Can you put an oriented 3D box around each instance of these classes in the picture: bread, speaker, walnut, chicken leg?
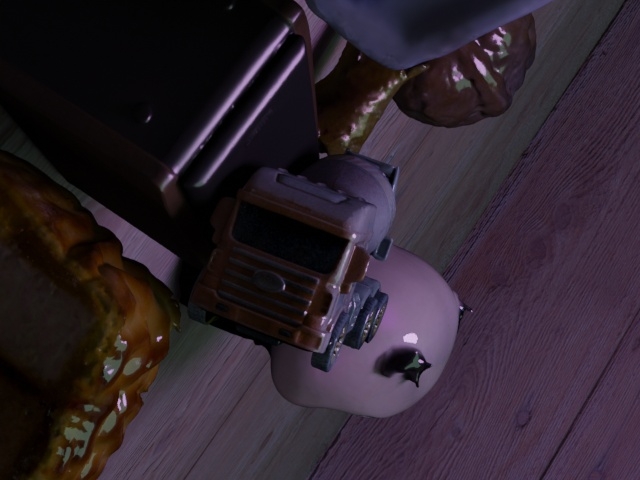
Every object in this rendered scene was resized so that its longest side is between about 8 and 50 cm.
[{"bbox_3d":[-0.206,0.050,0.648,0.181,0.222,0.096,-56,163,5],"label":"bread"},{"bbox_3d":[-0.112,-0.098,0.732,0.153,0.192,0.231,-55,168,-12],"label":"speaker"},{"bbox_3d":[0.177,-0.250,1.325,0.224,0.224,0.224,-52,163,-23],"label":"walnut"},{"bbox_3d":[0.093,-0.255,1.158,0.153,0.201,0.429,31,97,-46],"label":"chicken leg"}]

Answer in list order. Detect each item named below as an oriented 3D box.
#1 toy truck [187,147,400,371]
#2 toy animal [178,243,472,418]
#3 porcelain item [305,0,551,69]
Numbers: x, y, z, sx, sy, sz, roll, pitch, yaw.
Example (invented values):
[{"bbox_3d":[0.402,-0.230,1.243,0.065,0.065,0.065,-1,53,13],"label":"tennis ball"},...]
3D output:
[{"bbox_3d":[0.000,0.000,0.738,0.257,0.108,0.140,-7,117,-78],"label":"toy truck"},{"bbox_3d":[0.010,0.066,1.178,0.251,0.310,0.251,-53,165,-21],"label":"toy animal"},{"bbox_3d":[0.080,-0.287,0.694,0.243,0.178,0.405,-23,-149,23],"label":"porcelain item"}]
